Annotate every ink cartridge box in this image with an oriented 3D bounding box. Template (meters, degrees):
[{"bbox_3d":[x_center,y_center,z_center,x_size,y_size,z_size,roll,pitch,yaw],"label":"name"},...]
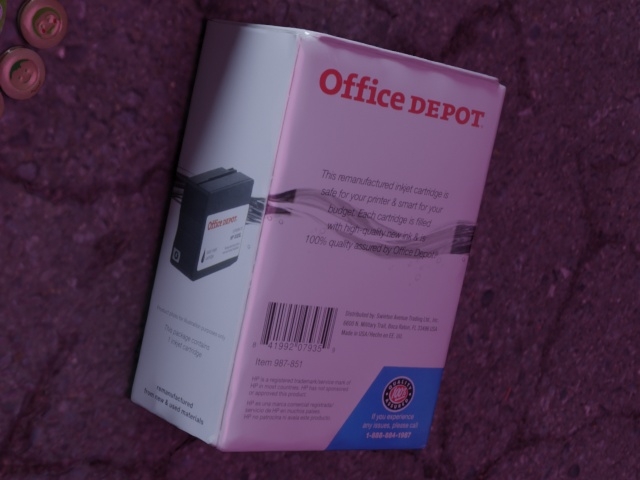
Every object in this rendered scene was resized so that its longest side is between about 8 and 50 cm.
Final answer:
[{"bbox_3d":[0.000,0.000,1.094,0.223,0.129,0.307,7,97,-41],"label":"ink cartridge box"}]

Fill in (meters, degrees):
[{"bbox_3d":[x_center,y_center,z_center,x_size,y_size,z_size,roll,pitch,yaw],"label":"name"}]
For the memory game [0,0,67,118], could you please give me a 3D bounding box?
[{"bbox_3d":[-0.248,-0.157,0.919,0.186,0.012,0.186,-12,110,-37],"label":"memory game"}]
